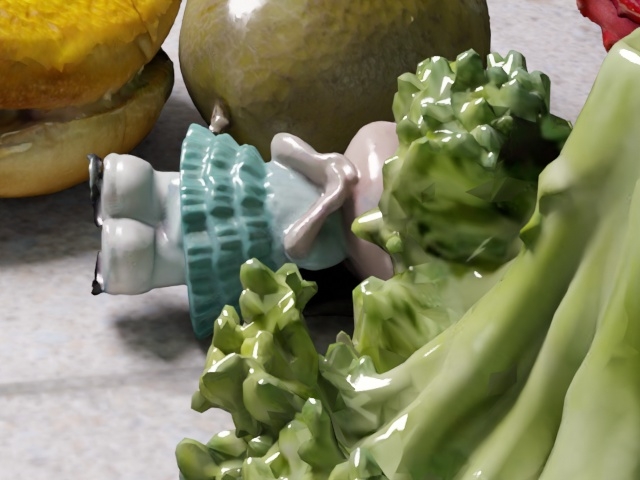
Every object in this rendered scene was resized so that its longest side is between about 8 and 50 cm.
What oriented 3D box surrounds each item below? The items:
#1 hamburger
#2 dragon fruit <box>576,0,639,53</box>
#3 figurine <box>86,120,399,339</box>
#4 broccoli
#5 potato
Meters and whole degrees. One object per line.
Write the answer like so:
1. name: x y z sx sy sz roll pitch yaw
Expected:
1. hamburger: -0.168 -0.106 1.048 0.156 0.144 0.283 21 34 5
2. dragon fruit: 0.277 -0.189 1.262 0.261 0.163 0.189 11 2 2
3. figurine: 0.000 0.000 0.936 0.245 0.110 0.138 -2 72 -6
4. broccoli: 0.103 0.068 0.692 0.277 0.318 0.338 24 4 24
5. potato: 0.005 -0.126 1.084 0.174 0.159 0.251 36 45 16
